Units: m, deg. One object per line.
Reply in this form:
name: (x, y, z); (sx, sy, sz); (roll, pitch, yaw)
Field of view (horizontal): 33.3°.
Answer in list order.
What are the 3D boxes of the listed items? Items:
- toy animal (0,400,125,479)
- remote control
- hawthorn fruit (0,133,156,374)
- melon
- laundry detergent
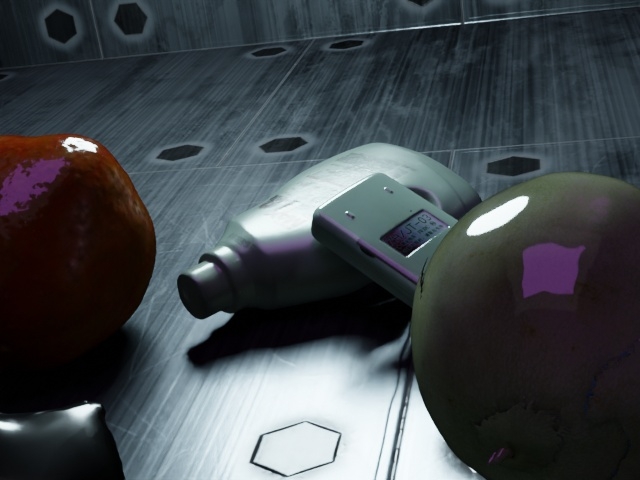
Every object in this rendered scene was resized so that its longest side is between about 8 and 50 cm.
toy animal: (-0.297, 0.255, 0.789); (0.310, 0.251, 0.251); (-10, 22, -21)
remote control: (0.135, 0.025, 1.270); (0.296, 0.056, 0.140); (35, 51, 27)
hawthorn fruit: (-0.352, 0.011, 1.306); (0.295, 0.295, 0.311); (4, 24, 27)
melon: (0.210, 0.084, 0.951); (0.268, 0.268, 0.330); (3, 37, 25)
laundry detergent: (0.000, 0.000, 1.413); (0.397, 0.125, 0.264); (-26, 35, -34)
